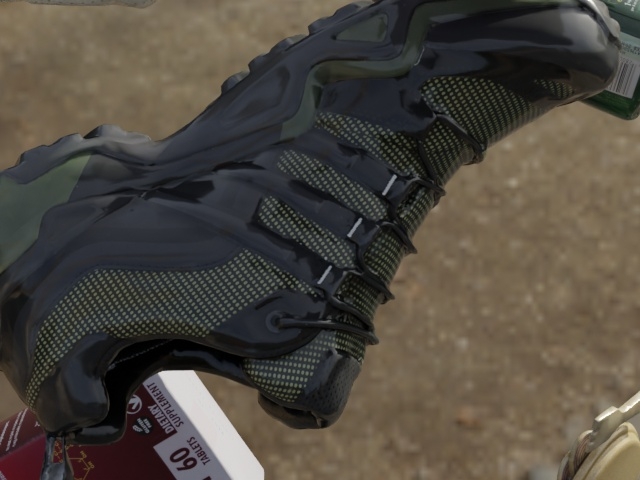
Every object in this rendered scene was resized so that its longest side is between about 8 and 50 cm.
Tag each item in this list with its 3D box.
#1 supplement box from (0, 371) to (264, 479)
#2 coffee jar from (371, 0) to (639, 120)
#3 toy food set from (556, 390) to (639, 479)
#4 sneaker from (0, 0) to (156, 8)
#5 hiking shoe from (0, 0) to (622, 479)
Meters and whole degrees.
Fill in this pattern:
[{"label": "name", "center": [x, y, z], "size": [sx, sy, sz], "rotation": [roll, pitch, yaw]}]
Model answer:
[{"label": "supplement box", "center": [-0.172, 0.177, 1.331], "size": [0.239, 0.130, 0.073], "rotation": [-31, 17, 11]}, {"label": "coffee jar", "center": [0.128, -0.146, 1.242], "size": [0.184, 0.079, 0.096], "rotation": [22, 36, 10]}, {"label": "toy food set", "center": [0.182, 0.181, 1.404], "size": [0.039, 0.192, 0.132], "rotation": [27, 28, 26]}, {"label": "sneaker", "center": [-0.098, -0.207, 0.770], "size": [0.236, 0.130, 0.323], "rotation": [-36, 46, -6]}, {"label": "hiking shoe", "center": [0.000, 0.000, 0.633], "size": [0.227, 0.114, 0.086], "rotation": [-24, -13, 3]}]
